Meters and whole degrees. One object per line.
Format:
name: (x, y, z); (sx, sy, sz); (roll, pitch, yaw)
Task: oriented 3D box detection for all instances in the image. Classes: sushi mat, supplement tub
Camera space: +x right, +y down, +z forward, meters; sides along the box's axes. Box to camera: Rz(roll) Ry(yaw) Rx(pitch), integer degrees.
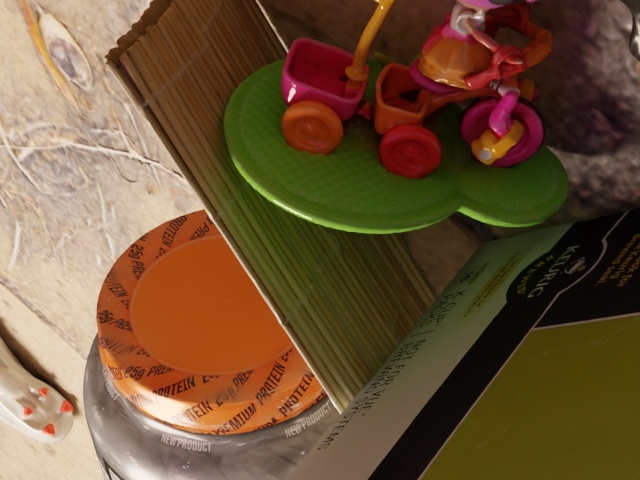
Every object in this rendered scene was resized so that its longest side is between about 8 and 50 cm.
sushi mat: (0.000, 0.000, 0.731); (0.019, 0.151, 0.317); (-21, 114, 26)
supplement tub: (-0.045, 0.139, 0.893); (0.193, 0.193, 0.316); (25, 143, 25)

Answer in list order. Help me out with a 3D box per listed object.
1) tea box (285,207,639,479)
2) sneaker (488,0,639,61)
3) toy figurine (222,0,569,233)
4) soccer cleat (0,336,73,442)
tea box: (0.151, 0.155, 0.578); (0.323, 0.329, 0.220); (-15, 117, 53)
sneaker: (0.062, -0.165, 0.496); (0.276, 0.097, 0.135); (37, 127, 8)
toy figurine: (0.050, -0.098, 0.615); (0.173, 0.130, 0.159); (15, 134, 2)
soccer cleat: (-0.312, 0.119, 1.271); (0.196, 0.068, 0.076); (48, 150, -13)
